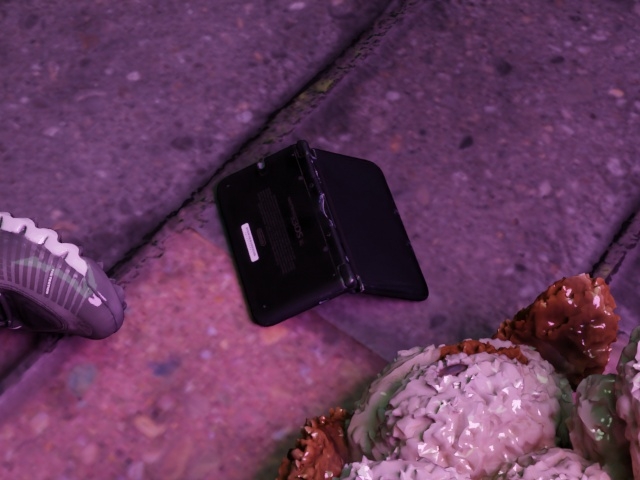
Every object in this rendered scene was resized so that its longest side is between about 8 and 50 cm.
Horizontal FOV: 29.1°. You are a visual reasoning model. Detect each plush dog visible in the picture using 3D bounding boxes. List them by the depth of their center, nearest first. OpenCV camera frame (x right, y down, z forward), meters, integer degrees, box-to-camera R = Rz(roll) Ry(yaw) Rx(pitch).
[{"bbox_3d":[0.103,0.133,0.672,0.262,0.211,0.225,-25,33,-9],"label":"plush dog"}]

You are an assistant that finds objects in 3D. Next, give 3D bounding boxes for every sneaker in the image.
[{"bbox_3d":[-0.235,0.026,0.746,0.234,0.078,0.106,22,57,10],"label":"sneaker"}]

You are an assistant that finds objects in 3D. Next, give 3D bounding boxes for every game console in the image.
[{"bbox_3d":[0.000,0.000,0.842,0.107,0.071,0.122,-25,57,9],"label":"game console"}]
